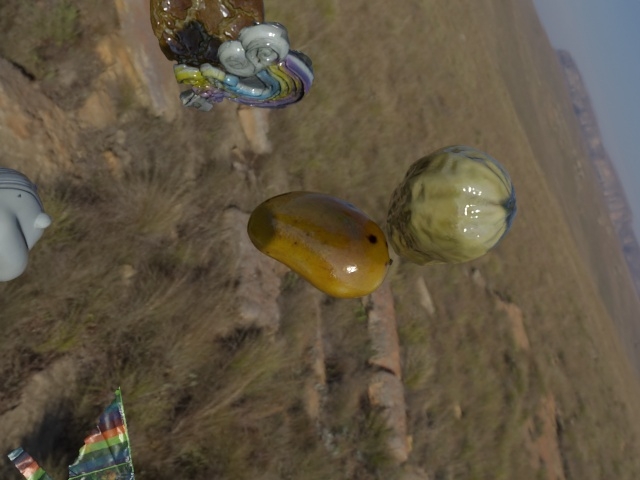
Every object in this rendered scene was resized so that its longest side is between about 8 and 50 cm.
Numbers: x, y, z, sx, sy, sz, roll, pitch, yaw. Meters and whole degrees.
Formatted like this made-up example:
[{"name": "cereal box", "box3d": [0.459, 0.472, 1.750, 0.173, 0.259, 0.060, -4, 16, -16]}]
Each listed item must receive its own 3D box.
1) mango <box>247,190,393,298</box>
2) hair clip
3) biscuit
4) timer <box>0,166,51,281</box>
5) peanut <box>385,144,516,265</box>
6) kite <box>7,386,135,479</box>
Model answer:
[{"name": "mango", "box3d": [0.003, -0.002, 0.845, 0.115, 0.178, 0.090, -50, 162, -30]}, {"name": "hair clip", "box3d": [-0.070, -0.162, 0.674, 0.116, 0.172, 0.049, 7, 83, -48]}, {"name": "biscuit", "box3d": [-0.197, -0.400, 1.247, 0.226, 0.226, 0.042, 55, -11, -33]}, {"name": "timer", "box3d": [-0.488, 0.003, 0.830, 0.291, 0.315, 0.291, 47, -33, 43]}, {"name": "peanut", "box3d": [0.157, -0.032, 0.868, 0.305, 0.147, 0.147, 115, -41, -80]}, {"name": "kite", "box3d": [-0.130, 0.140, 0.367, 0.122, 0.004, 0.090, -49, 113, -16]}]
